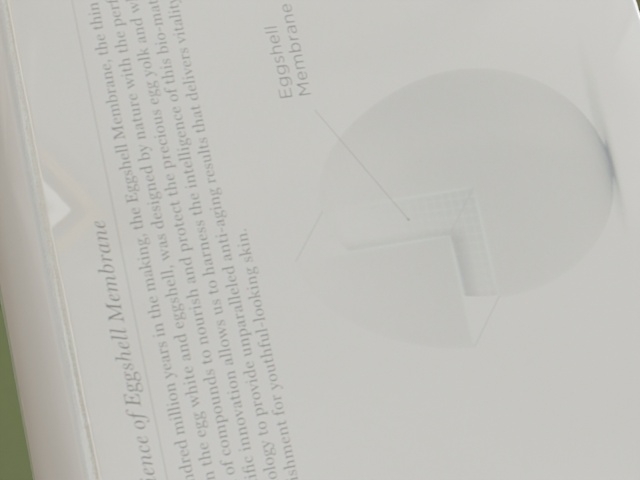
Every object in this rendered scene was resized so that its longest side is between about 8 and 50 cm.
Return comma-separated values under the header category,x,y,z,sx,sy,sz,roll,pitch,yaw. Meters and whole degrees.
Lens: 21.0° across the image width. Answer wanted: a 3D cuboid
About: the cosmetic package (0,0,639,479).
category,x,y,z,sx,sy,sz,roll,pitch,yaw
cosmetic package,0.000,0.000,0.621,0.225,0.138,0.224,-9,80,-19
